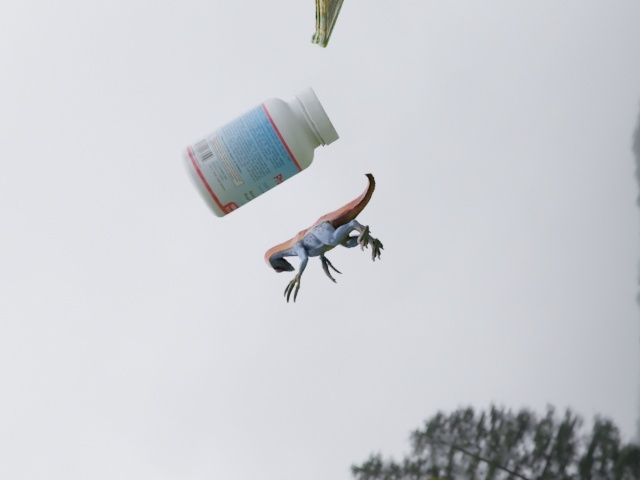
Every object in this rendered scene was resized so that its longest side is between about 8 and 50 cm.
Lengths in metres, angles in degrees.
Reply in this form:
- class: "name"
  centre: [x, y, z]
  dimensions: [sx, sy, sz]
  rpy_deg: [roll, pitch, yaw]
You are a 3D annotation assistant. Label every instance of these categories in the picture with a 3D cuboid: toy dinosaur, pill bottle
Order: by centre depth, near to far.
- class: "toy dinosaur"
  centre: [0.000, 0.000, 0.693]
  dimensions: [0.047, 0.082, 0.090]
  rpy_deg: [17, -100, -62]
- class: "pill bottle"
  centre: [-0.064, -0.098, 1.106]
  dimensions: [0.160, 0.087, 0.087]
  rpy_deg: [-30, -33, 3]

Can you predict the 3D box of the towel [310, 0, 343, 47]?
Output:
- class: "towel"
  centre: [0.012, -0.308, 1.069]
  dimensions: [0.237, 0.021, 0.102]
  rpy_deg: [90, -163, -66]
